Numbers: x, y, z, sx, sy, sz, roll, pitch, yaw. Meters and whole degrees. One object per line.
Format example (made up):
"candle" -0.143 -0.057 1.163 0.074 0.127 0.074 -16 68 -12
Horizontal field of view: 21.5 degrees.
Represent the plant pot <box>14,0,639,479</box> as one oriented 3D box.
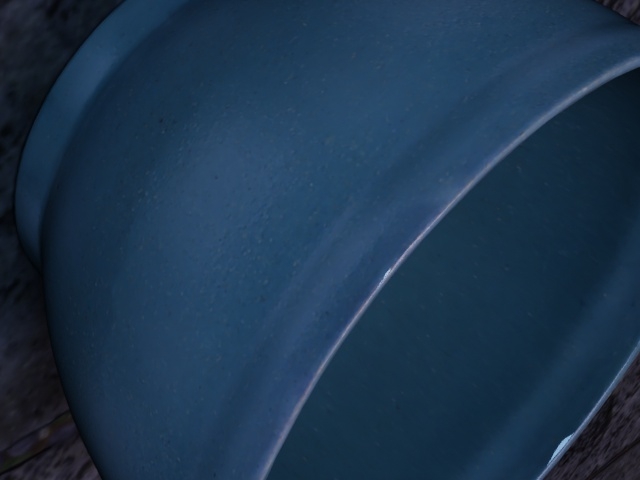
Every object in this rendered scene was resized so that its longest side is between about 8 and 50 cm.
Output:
"plant pot" 0.000 0.000 0.691 0.293 0.196 0.293 -39 151 -26
